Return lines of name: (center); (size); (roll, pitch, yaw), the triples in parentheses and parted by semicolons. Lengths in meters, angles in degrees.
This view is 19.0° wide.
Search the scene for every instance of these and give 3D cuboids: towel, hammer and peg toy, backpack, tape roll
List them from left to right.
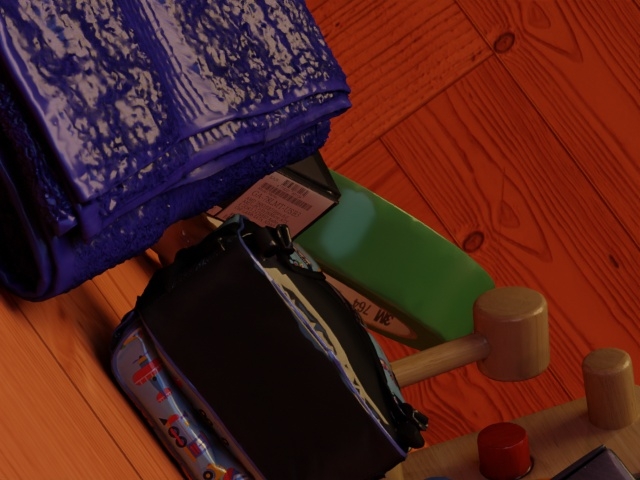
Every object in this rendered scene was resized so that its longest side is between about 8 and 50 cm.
towel: (-0.097, -0.116, 0.956); (0.227, 0.076, 0.308); (66, 28, -5)
backpack: (-0.031, 0.065, 1.033); (0.158, 0.117, 0.173); (53, 2, -8)
tape roll: (0.000, 0.000, 1.734); (0.321, 0.077, 0.321); (29, -7, 4)
hammer and peg toy: (0.133, 0.181, 1.356); (0.361, 0.266, 0.127); (-125, -160, -60)

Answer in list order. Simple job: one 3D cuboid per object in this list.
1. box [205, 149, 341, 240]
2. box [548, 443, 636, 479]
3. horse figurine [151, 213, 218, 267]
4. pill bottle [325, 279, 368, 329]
box: (-0.141, -0.160, 1.363); (0.293, 0.073, 0.295); (30, 28, -47)
box: (0.136, 0.244, 0.931); (0.232, 0.183, 0.059); (56, 2, 29)
horse figurine: (-0.131, -0.042, 1.415); (0.263, 0.066, 0.174); (54, -4, -30)
pill bottle: (-0.007, 0.087, 1.682); (0.094, 0.094, 0.169); (54, 2, 16)
